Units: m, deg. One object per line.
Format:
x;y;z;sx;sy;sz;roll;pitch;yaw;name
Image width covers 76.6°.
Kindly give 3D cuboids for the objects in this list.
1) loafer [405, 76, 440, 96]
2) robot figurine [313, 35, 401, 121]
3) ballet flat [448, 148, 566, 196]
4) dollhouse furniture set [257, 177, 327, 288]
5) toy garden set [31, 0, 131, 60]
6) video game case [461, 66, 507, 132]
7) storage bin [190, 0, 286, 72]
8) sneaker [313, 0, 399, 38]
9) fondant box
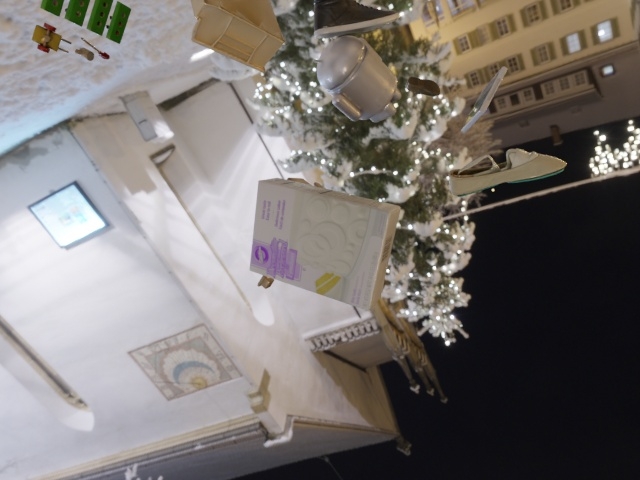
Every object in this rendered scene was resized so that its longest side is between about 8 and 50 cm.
0.397;-0.596;1.577;0.050;0.148;0.056;157;-55;-69;loafer
0.131;-0.573;1.437;0.200;0.354;0.299;-11;-124;51;robot figurine
0.413;-0.164;0.923;0.249;0.086;0.086;-14;-154;29;ballet flat
-0.108;-0.036;1.480;0.355;0.174;0.303;-56;164;19;dollhouse furniture set
-0.654;-0.591;1.103;0.203;0.049;0.244;-63;168;13;toy garden set
0.676;-0.577;1.682;0.206;0.026;0.227;-61;177;-4;video game case
-0.255;-0.646;1.118;0.261;0.262;0.123;3;154;-47;storage bin
0.112;-0.754;1.306;0.296;0.146;0.104;-13;-164;-9;sneaker
0.000;0.000;0.971;0.331;0.238;0.096;16;-161;22;fondant box
